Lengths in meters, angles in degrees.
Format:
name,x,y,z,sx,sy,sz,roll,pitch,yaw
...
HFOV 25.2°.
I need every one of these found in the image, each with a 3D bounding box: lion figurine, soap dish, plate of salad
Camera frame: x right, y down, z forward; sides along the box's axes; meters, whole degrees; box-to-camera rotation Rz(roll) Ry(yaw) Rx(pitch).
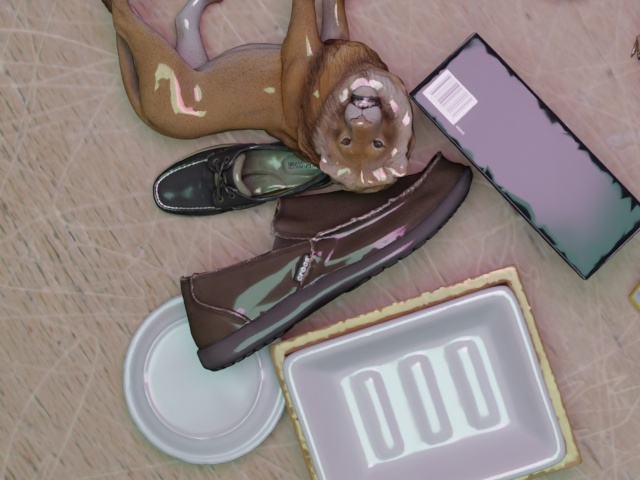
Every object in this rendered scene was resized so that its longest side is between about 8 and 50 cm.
name,x,y,z,sx,sy,sz,roll,pitch,yaw
lion figurine,-0.078,-0.171,1.567,0.392,0.142,0.240,1,87,26
soap dish,0.115,0.177,1.585,0.290,0.118,0.229,-19,90,9
plate of salad,-0.130,0.158,1.652,0.199,0.048,0.200,-1,84,11

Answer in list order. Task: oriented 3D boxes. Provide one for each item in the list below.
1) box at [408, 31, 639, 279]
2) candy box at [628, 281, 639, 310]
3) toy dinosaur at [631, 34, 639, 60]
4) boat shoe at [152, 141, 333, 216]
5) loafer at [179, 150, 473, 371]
name,x,y,z,sx,sy,sz,roll,pitch,yaw
box,0.221,-0.089,1.523,0.103,0.184,0.261,-44,87,5
candy box,0.422,0.104,1.522,0.206,0.027,0.105,54,141,22
toy dinosaur,0.366,-0.204,1.542,0.053,0.092,0.183,-10,92,8
boat shoe,-0.088,-0.075,1.619,0.223,0.073,0.080,-9,90,7
loafer,0.000,0.000,1.562,0.366,0.134,0.130,-33,90,-4
